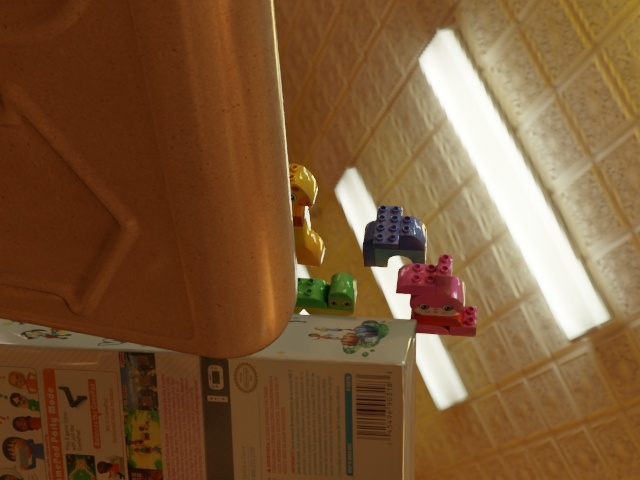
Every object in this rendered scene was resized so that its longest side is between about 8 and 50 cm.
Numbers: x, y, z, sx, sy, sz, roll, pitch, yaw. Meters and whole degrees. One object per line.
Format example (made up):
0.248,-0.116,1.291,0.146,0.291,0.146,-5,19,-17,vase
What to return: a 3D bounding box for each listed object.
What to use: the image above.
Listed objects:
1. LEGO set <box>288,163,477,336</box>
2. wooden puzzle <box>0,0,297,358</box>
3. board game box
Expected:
0.000,0.000,0.669,0.093,0.227,0.087,83,13,-49,LEGO set
-0.186,-0.095,0.421,0.080,0.347,0.322,-74,165,-46,wooden puzzle
-0.091,0.160,0.615,0.097,0.303,0.224,-59,150,-73,board game box
